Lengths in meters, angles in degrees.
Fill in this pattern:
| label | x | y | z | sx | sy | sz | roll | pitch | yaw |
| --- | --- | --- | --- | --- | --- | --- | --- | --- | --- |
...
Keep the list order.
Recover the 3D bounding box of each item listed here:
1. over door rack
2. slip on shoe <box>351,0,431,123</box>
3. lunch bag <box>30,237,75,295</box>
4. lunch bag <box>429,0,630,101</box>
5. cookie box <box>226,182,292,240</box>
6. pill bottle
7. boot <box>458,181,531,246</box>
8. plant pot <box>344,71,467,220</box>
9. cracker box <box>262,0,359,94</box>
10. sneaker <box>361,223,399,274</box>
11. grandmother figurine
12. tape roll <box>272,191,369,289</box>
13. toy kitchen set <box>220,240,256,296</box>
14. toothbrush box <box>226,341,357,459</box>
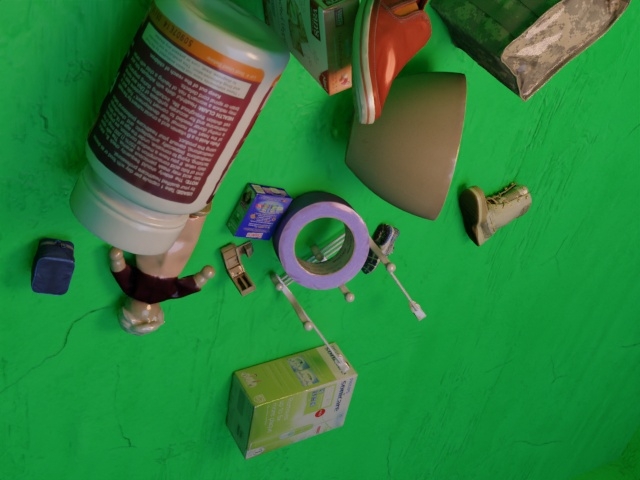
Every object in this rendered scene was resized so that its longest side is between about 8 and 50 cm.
| label | x | y | z | sx | sy | sz | roll | pitch | yaw |
| --- | --- | --- | --- | --- | --- | --- | --- | --- | --- |
| over door rack | 0.073 | 0.134 | 1.996 | 0.239 | 0.108 | 0.324 | -35 | 120 | 2 |
| slip on shoe | 0.110 | -0.308 | 1.326 | 0.101 | 0.331 | 0.123 | 10 | 147 | 12 |
| lunch bag | -0.473 | 0.041 | 1.596 | 0.067 | 0.065 | 0.098 | 11 | 124 | -25 |
| lunch bag | 0.391 | -0.438 | 1.642 | 0.287 | 0.235 | 0.169 | -41 | 139 | 4 |
| cookie box | -0.122 | -0.056 | 1.787 | 0.092 | 0.040 | 0.107 | 7 | 124 | -41 |
| pill bottle | -0.234 | -0.184 | 1.427 | 0.224 | 0.224 | 0.392 | 10 | 121 | -43 |
| boot | 0.418 | -0.091 | 2.140 | 0.165 | 0.077 | 0.213 | -32 | 146 | -7 |
| plant pot | 0.150 | -0.194 | 1.714 | 0.191 | 0.284 | 0.284 | 11 | 129 | -2 |
| cracker box | -0.019 | -0.356 | 1.412 | 0.067 | 0.232 | 0.155 | -24 | 139 | -17 |
| sneaker | 0.140 | 0.024 | 2.062 | 0.058 | 0.052 | 0.135 | 3 | 127 | -45 |
| grandmother figurine | -0.305 | 0.050 | 1.717 | 0.208 | 0.104 | 0.342 | 18 | 123 | -15 |
| tape roll | 0.000 | 0.000 | 1.842 | 0.189 | 0.080 | 0.189 | -4 | 109 | -13 |
| toy kitchen set | -0.153 | 0.051 | 1.841 | 0.068 | 0.075 | 0.083 | -28 | 145 | -14 |
| toothbrush box | -0.073 | 0.390 | 2.208 | 0.283 | 0.122 | 0.206 | -14 | 136 | -29 |
